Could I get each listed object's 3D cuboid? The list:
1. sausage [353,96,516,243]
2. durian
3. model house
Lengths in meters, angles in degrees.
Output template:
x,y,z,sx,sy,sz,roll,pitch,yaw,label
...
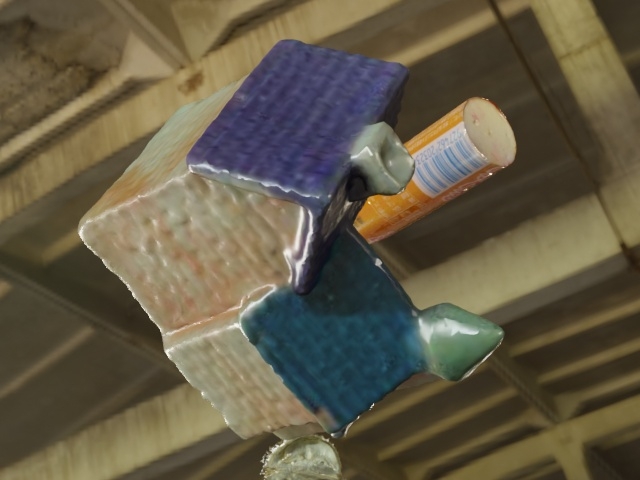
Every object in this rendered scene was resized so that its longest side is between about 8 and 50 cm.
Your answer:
x,y,z,sx,sy,sz,roll,pitch,yaw,label
0.108,-0.069,1.357,0.093,0.093,0.312,10,-28,-35,sausage
-0.030,0.435,2.030,0.188,0.148,0.091,16,-11,-13,durian
0.000,0.000,0.951,0.280,0.245,0.312,-24,-68,41,model house
